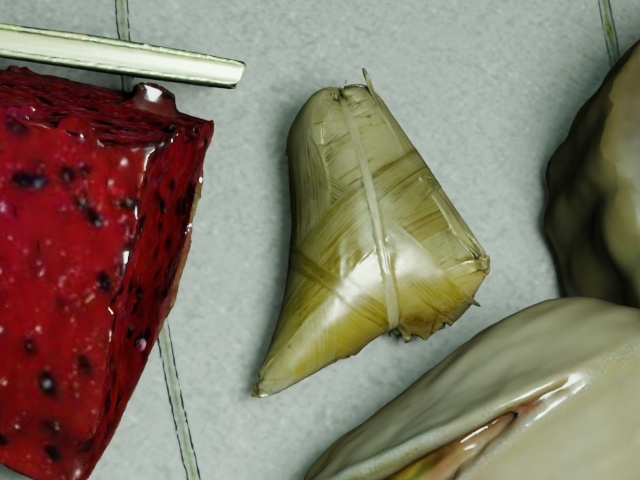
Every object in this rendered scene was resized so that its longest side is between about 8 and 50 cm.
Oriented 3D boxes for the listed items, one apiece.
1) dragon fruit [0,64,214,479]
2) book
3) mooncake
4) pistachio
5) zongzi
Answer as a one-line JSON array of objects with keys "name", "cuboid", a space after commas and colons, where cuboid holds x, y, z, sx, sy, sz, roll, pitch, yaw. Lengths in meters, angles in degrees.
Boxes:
[{"name": "dragon fruit", "cuboid": [-0.220, -0.051, 1.209, 0.330, 0.240, 0.302, 31, 42, -7]}, {"name": "book", "cuboid": [-0.175, -0.134, 1.299, 0.228, 0.160, 0.024, 7, 93, -11]}, {"name": "mooncake", "cuboid": [0.315, -0.022, 1.365, 0.290, 0.161, 0.290, 6, 67, -13]}, {"name": "pistachio", "cuboid": [0.123, 0.150, 1.228, 0.288, 0.197, 0.166, -35, 73, -1]}, {"name": "zongzi", "cuboid": [0.000, 0.000, 1.321, 0.197, 0.099, 0.194, -26, 76, -14]}]
